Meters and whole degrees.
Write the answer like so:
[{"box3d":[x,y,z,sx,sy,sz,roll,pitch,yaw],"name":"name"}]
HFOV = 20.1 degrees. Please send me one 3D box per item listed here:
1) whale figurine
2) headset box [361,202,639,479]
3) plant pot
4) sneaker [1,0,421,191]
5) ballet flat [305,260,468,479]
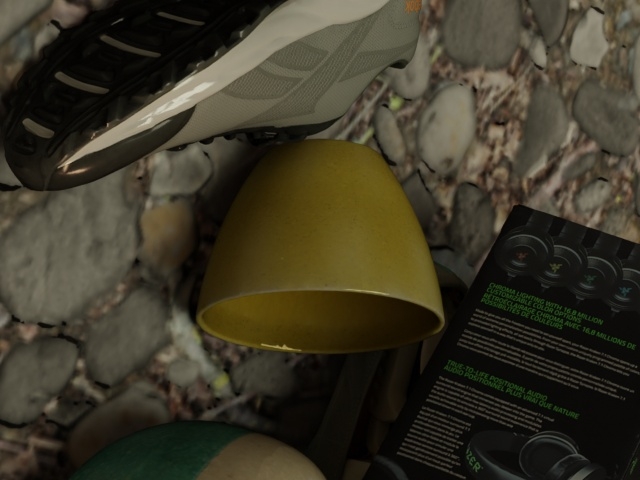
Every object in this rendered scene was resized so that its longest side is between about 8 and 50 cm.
[{"box3d":[-0.075,0.207,0.984,0.216,0.141,0.272,-59,158,-29],"name":"whale figurine"},{"box3d":[0.125,0.155,1.047,0.283,0.131,0.246,-58,155,-28],"name":"headset box"},{"box3d":[0.000,0.000,0.985,0.134,0.134,0.095,18,66,-44],"name":"plant pot"},{"box3d":[-0.040,-0.085,0.931,0.271,0.100,0.108,-31,127,-32],"name":"sneaker"},{"box3d":[0.036,0.113,1.080,0.072,0.068,0.213,14,94,-44],"name":"ballet flat"}]
